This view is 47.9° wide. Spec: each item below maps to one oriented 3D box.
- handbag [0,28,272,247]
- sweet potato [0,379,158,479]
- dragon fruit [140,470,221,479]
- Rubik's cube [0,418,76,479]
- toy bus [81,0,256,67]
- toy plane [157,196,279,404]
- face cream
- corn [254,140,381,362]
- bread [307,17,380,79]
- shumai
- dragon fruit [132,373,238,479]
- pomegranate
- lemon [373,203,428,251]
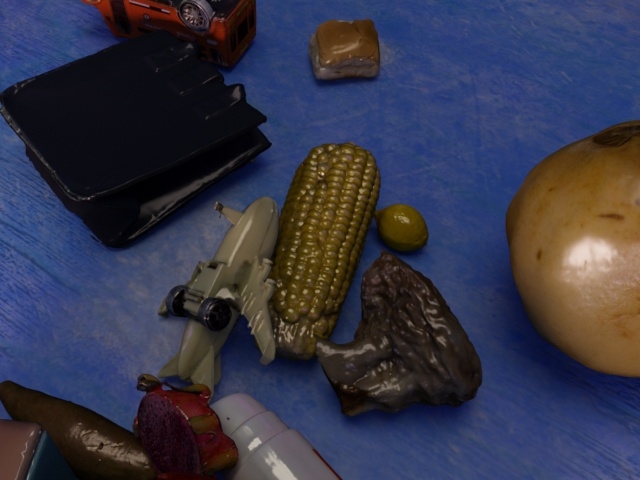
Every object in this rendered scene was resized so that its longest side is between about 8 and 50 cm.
[{"bbox_3d":[-0.276,-0.173,1.110,0.329,0.122,0.303,-33,58,-23],"label":"handbag"},{"bbox_3d":[-0.285,0.227,0.825,0.243,0.077,0.077,18,54,15],"label":"sweet potato"},{"bbox_3d":[-0.109,0.351,0.609,0.277,0.277,0.343,-9,43,-8],"label":"dragon fruit"},{"bbox_3d":[-0.367,0.303,0.666,0.221,0.231,0.225,5,50,2],"label":"Rubik's cube"},{"bbox_3d":[-0.284,-0.428,1.292,0.329,0.153,0.143,19,55,12],"label":"toy bus"},{"bbox_3d":[-0.117,0.061,0.879,0.242,0.104,0.256,10,81,49],"label":"toy plane"},{"bbox_3d":[-0.004,0.295,0.755,0.102,0.102,0.345,-34,60,-24],"label":"face cream"},{"bbox_3d":[0.000,0.000,0.968,0.130,0.130,0.347,11,58,8],"label":"corn"},{"bbox_3d":[0.045,-0.338,1.266,0.125,0.082,0.106,-4,46,-8],"label":"bread"},{"bbox_3d":[0.083,0.128,0.873,0.175,0.166,0.206,-31,54,4],"label":"shumai"},{"bbox_3d":[-0.140,0.203,0.765,0.126,0.112,0.068,37,34,26],"label":"dragon fruit"},{"bbox_3d":[0.386,0.012,0.851,0.332,0.333,0.333,0,52,0],"label":"pomegranate"},{"bbox_3d":[0.114,-0.020,1.027,0.092,0.065,0.065,30,57,18],"label":"lemon"}]
